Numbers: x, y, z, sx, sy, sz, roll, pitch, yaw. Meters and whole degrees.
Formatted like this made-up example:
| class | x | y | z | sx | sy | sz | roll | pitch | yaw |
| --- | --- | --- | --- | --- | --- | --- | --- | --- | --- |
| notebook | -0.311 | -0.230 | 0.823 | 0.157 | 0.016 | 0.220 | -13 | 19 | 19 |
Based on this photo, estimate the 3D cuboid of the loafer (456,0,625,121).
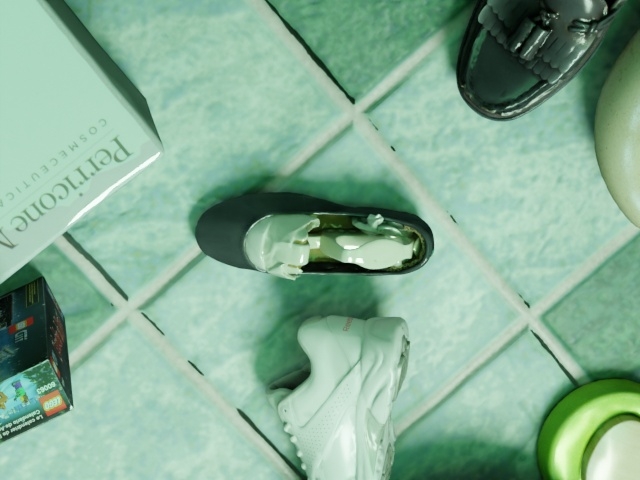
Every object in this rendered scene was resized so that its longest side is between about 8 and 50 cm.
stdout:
| class | x | y | z | sx | sy | sz | roll | pitch | yaw |
| --- | --- | --- | --- | --- | --- | --- | --- | --- | --- |
| loafer | 0.211 | -0.225 | 1.388 | 0.109 | 0.095 | 0.302 | 40 | 98 | 5 |

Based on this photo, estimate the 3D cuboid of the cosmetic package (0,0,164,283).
| class | x | y | z | sx | sy | sz | roll | pitch | yaw |
| --- | --- | --- | --- | --- | --- | --- | --- | --- | --- |
| cosmetic package | -0.343 | -0.182 | 1.266 | 0.230 | 0.161 | 0.453 | -39 | 111 | 2 |

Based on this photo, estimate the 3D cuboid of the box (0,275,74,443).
| class | x | y | z | sx | sy | sz | roll | pitch | yaw |
| --- | --- | --- | --- | --- | --- | --- | --- | --- | --- |
| box | -0.272 | 0.108 | 1.333 | 0.159 | 0.233 | 0.044 | -25 | 107 | -3 |

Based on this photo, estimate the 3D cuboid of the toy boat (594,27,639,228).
| class | x | y | z | sx | sy | sz | roll | pitch | yaw |
| --- | --- | --- | --- | --- | --- | --- | --- | --- | --- |
| toy boat | 0.386 | -0.095 | 1.463 | 0.318 | 0.148 | 0.267 | 30 | 117 | -15 |

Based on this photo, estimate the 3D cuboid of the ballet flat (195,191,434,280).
| class | x | y | z | sx | sy | sz | roll | pitch | yaw |
| --- | --- | --- | --- | --- | --- | --- | --- | --- | --- |
| ballet flat | 0.000 | 0.000 | 1.444 | 0.203 | 0.074 | 0.074 | 4 | 106 | -13 |

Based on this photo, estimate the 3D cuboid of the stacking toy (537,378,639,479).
| class | x | y | z | sx | sy | sz | roll | pitch | yaw |
| --- | --- | --- | --- | --- | --- | --- | --- | --- | --- |
| stacking toy | 0.366 | 0.202 | 1.552 | 0.279 | 0.130 | 0.309 | -38 | 110 | 1 |

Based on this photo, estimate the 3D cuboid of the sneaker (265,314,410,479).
| class | x | y | z | sx | sy | sz | roll | pitch | yaw |
| --- | --- | --- | --- | --- | --- | --- | --- | --- | --- |
| sneaker | 0.008 | 0.159 | 1.499 | 0.115 | 0.090 | 0.232 | 13 | 113 | 10 |
